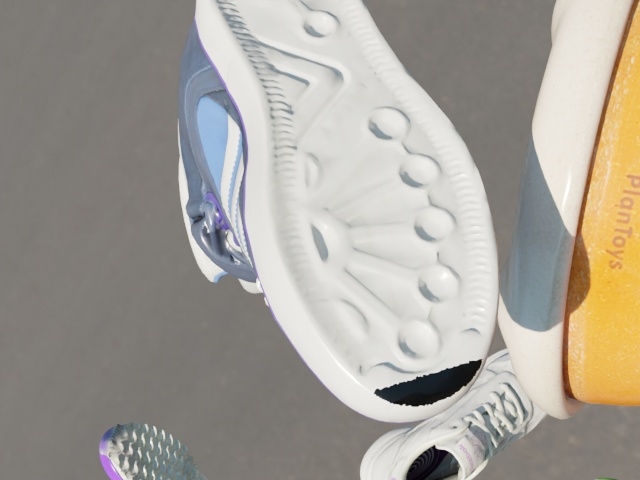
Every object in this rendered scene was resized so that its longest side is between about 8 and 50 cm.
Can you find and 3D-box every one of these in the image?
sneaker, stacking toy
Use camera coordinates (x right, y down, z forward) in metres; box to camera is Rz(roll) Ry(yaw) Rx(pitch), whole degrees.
[{"bbox_3d":[0.200,0.243,1.914,0.305,0.114,0.152,-36,12,-10],"label":"sneaker"},{"bbox_3d":[-0.001,0.000,0.913,0.236,0.130,0.323,100,152,-58],"label":"sneaker"},{"bbox_3d":[-0.204,0.348,1.998,0.146,0.293,0.102,-23,39,34],"label":"sneaker"},{"bbox_3d":[0.375,-0.009,0.941,0.479,0.350,0.351,14,92,19],"label":"stacking toy"}]

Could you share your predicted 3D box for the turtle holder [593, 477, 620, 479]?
[{"bbox_3d":[0.407,0.434,1.764,0.243,0.320,0.227,-43,34,33],"label":"turtle holder"}]
